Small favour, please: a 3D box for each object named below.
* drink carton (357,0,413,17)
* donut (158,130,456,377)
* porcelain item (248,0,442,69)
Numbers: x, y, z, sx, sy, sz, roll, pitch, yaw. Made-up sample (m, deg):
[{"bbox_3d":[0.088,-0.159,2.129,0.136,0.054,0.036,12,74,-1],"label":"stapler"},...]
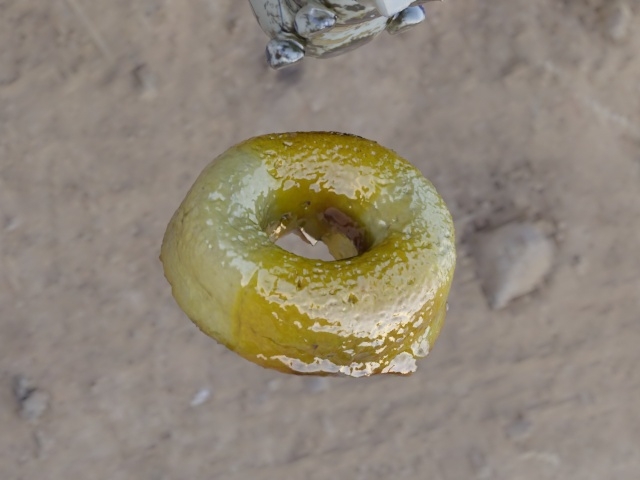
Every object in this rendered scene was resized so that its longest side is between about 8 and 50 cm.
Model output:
[{"bbox_3d":[0.034,-0.249,1.197,0.194,0.132,0.324,60,2,-9],"label":"drink carton"},{"bbox_3d":[0.000,0.001,1.218,0.190,0.075,0.174,9,49,-16],"label":"donut"},{"bbox_3d":[0.004,-0.244,1.546,0.138,0.288,0.186,-18,88,-6],"label":"porcelain item"}]
